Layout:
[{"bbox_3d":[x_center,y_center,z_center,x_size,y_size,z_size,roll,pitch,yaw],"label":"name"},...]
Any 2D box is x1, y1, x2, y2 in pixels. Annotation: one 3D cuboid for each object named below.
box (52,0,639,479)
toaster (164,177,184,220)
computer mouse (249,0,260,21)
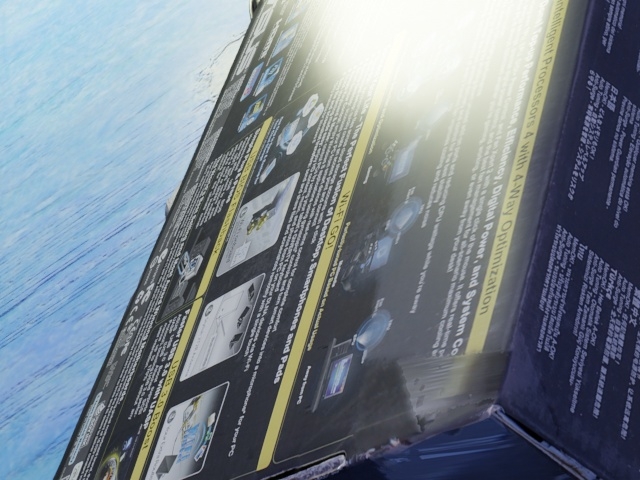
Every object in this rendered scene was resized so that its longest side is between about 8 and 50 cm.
[{"bbox_3d":[0.035,-0.025,0.634,0.318,0.097,0.395,-31,31,46],"label":"box"},{"bbox_3d":[0.000,0.000,0.937,0.129,0.146,0.227,-52,34,-17],"label":"toaster"},{"bbox_3d":[0.052,-0.177,0.927,0.262,0.060,0.184,-30,36,30],"label":"computer mouse"}]
